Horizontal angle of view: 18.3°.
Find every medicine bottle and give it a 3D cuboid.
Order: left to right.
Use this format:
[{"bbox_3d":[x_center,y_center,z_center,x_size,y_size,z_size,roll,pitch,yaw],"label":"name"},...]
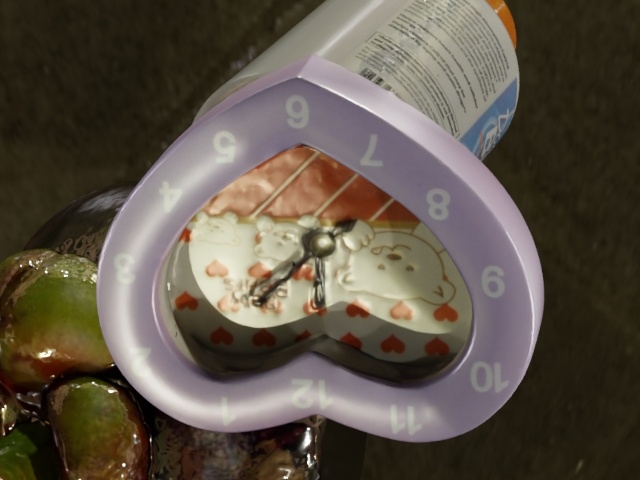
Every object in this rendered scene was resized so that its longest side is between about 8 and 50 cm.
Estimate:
[{"bbox_3d":[0.039,-0.090,1.342,0.157,0.157,0.289,29,36,11],"label":"medicine bottle"}]

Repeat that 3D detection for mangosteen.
[{"bbox_3d":[-0.093,0.105,1.162,0.233,0.287,0.288,15,73,9],"label":"mangosteen"}]

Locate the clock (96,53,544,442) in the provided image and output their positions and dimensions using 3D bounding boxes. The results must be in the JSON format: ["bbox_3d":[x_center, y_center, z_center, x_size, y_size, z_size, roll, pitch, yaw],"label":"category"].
[{"bbox_3d":[0.000,0.000,0.885,0.198,0.064,0.172,1,111,11],"label":"clock"}]
